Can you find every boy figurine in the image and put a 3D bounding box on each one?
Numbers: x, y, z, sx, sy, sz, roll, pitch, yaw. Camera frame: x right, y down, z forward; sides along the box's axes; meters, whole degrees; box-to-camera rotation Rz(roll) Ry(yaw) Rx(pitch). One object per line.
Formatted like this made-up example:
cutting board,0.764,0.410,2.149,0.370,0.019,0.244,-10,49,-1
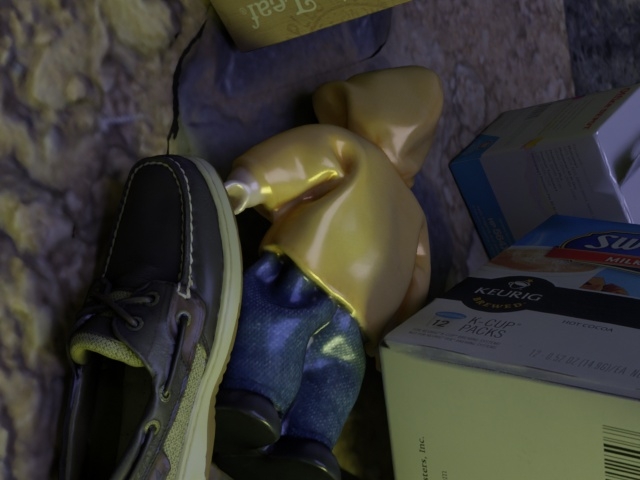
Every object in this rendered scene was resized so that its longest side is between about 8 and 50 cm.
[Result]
boy figurine,0.000,0.000,0.867,0.177,0.092,0.285,41,55,-36

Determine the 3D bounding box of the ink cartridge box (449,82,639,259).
ink cartridge box,0.187,-0.048,1.040,0.092,0.143,0.090,-41,114,-43

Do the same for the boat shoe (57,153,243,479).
boat shoe,-0.096,0.058,0.759,0.073,0.080,0.223,16,76,-51

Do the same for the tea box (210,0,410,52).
tea box,0.093,-0.308,0.841,0.220,0.329,0.323,58,46,-22

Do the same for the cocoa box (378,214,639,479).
cocoa box,0.204,0.187,0.904,0.228,0.231,0.347,-31,121,-47
